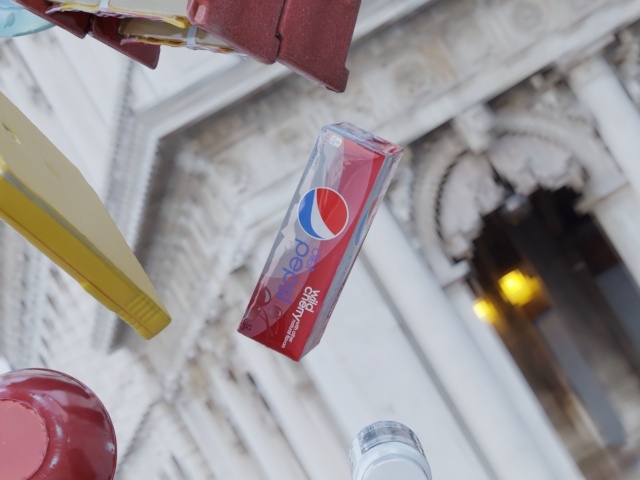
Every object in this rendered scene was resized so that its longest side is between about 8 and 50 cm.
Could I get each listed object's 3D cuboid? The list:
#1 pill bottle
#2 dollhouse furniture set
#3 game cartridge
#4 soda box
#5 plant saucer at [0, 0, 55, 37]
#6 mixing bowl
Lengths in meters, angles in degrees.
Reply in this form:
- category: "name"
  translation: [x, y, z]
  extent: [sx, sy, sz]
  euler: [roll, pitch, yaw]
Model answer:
- category: "pill bottle"
  translation: [0.069, 0.229, 1.609]
  extent: [0.078, 0.078, 0.137]
  euler: [-31, 8, 3]
- category: "dollhouse furniture set"
  translation: [-0.051, -0.304, 1.119]
  extent: [0.201, 0.374, 0.152]
  euler: [15, -2, 40]
- category: "game cartridge"
  translation: [-0.309, -0.060, 1.771]
  extent: [0.053, 0.285, 0.323]
  euler: [-38, -42, 2]
- category: "soda box"
  translation: [0.000, 0.000, 1.858]
  extent: [0.263, 0.083, 0.092]
  euler: [-67, -11, 15]
- category: "plant saucer"
  translation: [-0.257, -0.225, 1.507]
  extent: [0.119, 0.021, 0.119]
  euler: [-13, 31, 8]
- category: "mixing bowl"
  translation: [-0.295, 0.204, 1.590]
  extent: [0.181, 0.181, 0.098]
  euler: [-30, -15, -4]
